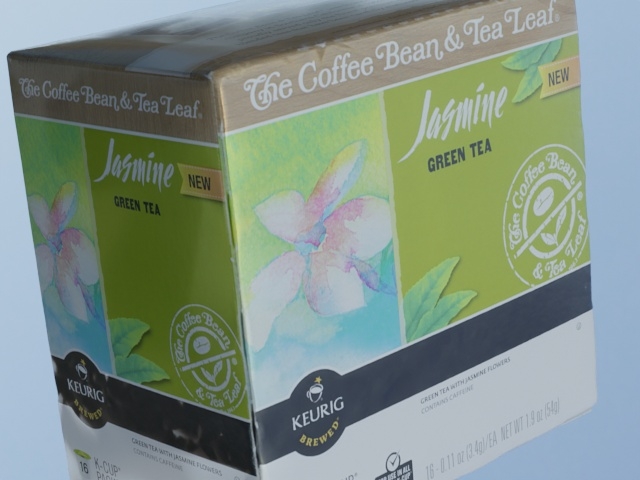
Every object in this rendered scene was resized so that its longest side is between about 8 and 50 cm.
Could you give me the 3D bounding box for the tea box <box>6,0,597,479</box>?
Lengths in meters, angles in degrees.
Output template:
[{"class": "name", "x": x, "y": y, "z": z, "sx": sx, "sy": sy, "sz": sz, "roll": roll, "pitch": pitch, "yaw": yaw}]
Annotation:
[{"class": "tea box", "x": 0.000, "y": 0.000, "z": 1.073, "sx": 0.329, "sy": 0.323, "sz": 0.220, "roll": -21, "pitch": -158, "yaw": -40}]
